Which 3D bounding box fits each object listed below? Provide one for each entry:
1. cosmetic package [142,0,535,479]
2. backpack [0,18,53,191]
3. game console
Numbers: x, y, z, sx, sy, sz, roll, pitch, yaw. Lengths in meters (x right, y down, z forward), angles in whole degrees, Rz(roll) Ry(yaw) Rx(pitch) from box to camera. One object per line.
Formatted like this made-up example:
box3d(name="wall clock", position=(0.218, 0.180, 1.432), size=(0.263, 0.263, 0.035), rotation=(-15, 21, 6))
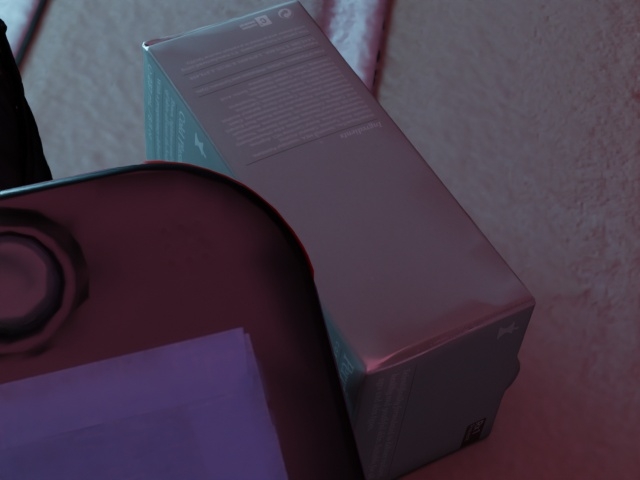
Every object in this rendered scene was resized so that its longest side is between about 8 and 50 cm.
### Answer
box3d(name="cosmetic package", position=(0.000, 0.000, 0.710), size=(0.107, 0.127, 0.238), rotation=(-19, 53, -20))
box3d(name="backpack", position=(-0.198, -0.009, 0.672), size=(0.144, 0.166, 0.188), rotation=(-16, 51, -16))
box3d(name="game console", position=(-0.135, 0.174, 0.510), size=(0.342, 0.060, 0.386), rotation=(-11, 76, -15))
